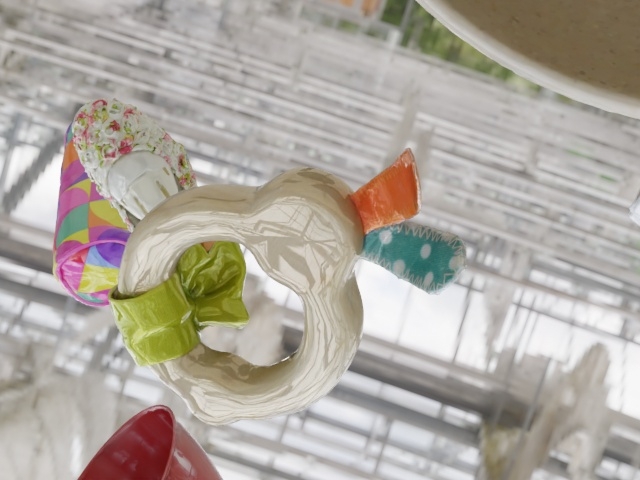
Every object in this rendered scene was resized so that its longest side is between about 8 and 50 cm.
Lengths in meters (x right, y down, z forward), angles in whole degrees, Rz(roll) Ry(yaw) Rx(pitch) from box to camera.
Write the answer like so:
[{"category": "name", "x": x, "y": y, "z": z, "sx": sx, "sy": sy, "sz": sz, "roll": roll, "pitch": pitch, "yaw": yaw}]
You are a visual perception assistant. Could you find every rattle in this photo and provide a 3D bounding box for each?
[{"category": "rattle", "x": 0.000, "y": 0.000, "z": 0.706, "sx": 0.130, "sy": 0.200, "sz": 0.143, "roll": 54, "pitch": -150, "yaw": 9}]

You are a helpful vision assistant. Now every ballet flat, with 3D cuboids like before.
[{"category": "ballet flat", "x": -0.139, "y": -0.027, "z": 1.279, "sx": 0.241, "sy": 0.091, "sz": 0.077, "roll": 56, "pitch": 180, "yaw": -34}]

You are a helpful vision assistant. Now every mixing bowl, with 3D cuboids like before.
[{"category": "mixing bowl", "x": -0.125, "y": 0.224, "z": 1.038, "sx": 0.098, "sy": 0.181, "sz": 0.181, "roll": 36, "pitch": -176, "yaw": -19}]

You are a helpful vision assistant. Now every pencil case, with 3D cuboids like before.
[{"category": "pencil case", "x": -0.215, "y": -0.035, "z": 1.431, "sx": 0.104, "sy": 0.104, "sz": 0.236, "roll": 14, "pitch": -142, "yaw": -21}]

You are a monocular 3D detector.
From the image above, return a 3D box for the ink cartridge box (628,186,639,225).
[{"category": "ink cartridge box", "x": 0.293, "y": -0.021, "z": 0.824, "sx": 0.206, "sy": 0.045, "sz": 0.208, "roll": 37, "pitch": -137, "yaw": -2}]

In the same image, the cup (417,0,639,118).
[{"category": "cup", "x": 0.174, "y": -0.242, "z": 0.541, "sx": 0.331, "sy": 0.331, "sz": 0.237, "roll": 22, "pitch": -136, "yaw": 22}]
